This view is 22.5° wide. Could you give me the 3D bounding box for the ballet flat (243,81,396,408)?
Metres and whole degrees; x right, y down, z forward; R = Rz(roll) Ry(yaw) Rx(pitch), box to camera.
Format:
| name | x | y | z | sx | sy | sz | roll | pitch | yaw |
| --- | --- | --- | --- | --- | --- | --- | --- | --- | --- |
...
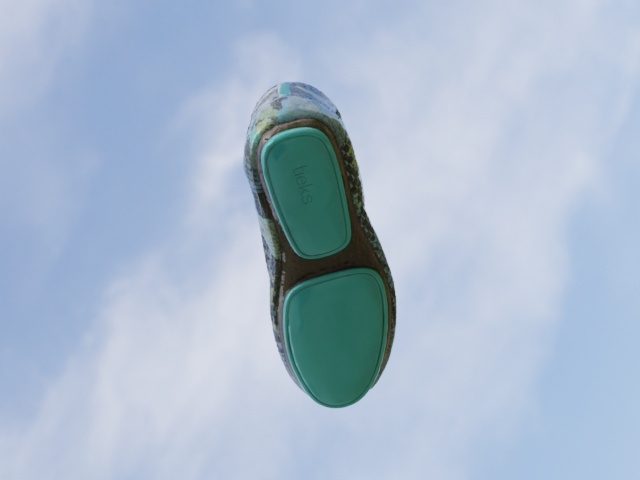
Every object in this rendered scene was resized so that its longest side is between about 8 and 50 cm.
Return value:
| name | x | y | z | sx | sy | sz | roll | pitch | yaw |
| --- | --- | --- | --- | --- | --- | --- | --- | --- | --- |
| ballet flat | 0.000 | 0.000 | 0.821 | 0.070 | 0.070 | 0.188 | -41 | -41 | -37 |
